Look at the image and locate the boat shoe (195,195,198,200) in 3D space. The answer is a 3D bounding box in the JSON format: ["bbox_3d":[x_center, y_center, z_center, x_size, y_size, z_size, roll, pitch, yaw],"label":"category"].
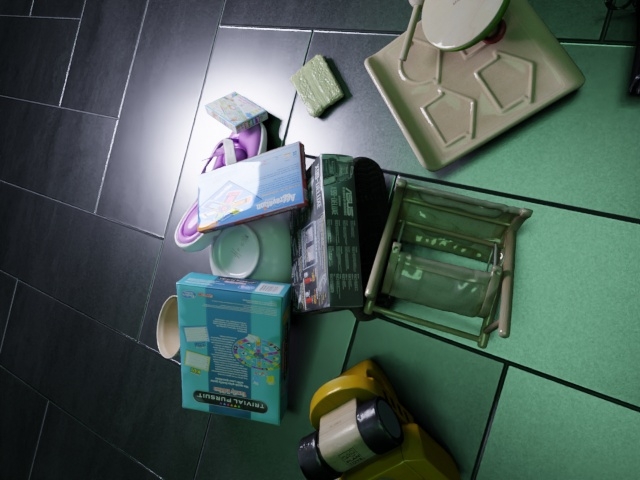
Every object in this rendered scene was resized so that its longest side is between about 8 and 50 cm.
[{"bbox_3d":[-0.276,-0.142,1.173,0.178,0.060,0.064,-34,72,19],"label":"boat shoe"}]

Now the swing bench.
[{"bbox_3d":[0.238,0.043,0.820,0.253,0.165,0.255,16,71,10],"label":"swing bench"}]

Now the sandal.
[{"bbox_3d":[-0.254,-0.166,1.066,0.169,0.102,0.417,4,63,33],"label":"sandal"}]

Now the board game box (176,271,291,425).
[{"bbox_3d":[-0.205,0.258,1.009,0.253,0.079,0.336,6,107,10],"label":"board game box"}]

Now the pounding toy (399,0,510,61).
[{"bbox_3d":[0.290,-0.456,0.850,0.236,0.110,0.183,9,94,49],"label":"pounding toy"}]

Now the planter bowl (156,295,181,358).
[{"bbox_3d":[-0.356,0.236,1.138,0.162,0.109,0.162,-15,68,44],"label":"planter bowl"}]

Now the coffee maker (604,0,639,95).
[{"bbox_3d":[0.613,-0.361,0.758,0.171,0.120,0.178,6,87,49],"label":"coffee maker"}]

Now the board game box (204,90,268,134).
[{"bbox_3d":[-0.230,-0.350,1.143,0.103,0.026,0.154,-35,54,-23],"label":"board game box"}]

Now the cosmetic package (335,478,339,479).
[{"bbox_3d":[0.032,0.578,0.976,0.060,0.041,0.115,-3,85,24],"label":"cosmetic package"}]

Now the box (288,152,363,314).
[{"bbox_3d":[0.000,0.000,0.914,0.242,0.076,0.308,146,123,-66],"label":"box"}]

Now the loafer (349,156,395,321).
[{"bbox_3d":[0.092,-0.001,0.971,0.130,0.133,0.366,-11,78,59],"label":"loafer"}]

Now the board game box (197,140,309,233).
[{"bbox_3d":[-0.158,-0.113,0.936,0.281,0.027,0.145,-12,70,24],"label":"board game box"}]

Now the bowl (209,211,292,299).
[{"bbox_3d":[-0.179,0.034,1.073,0.297,0.134,0.298,-2,85,25],"label":"bowl"}]

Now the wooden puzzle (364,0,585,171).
[{"bbox_3d":[0.314,-0.359,0.911,0.347,0.080,0.322,-29,74,15],"label":"wooden puzzle"}]

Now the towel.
[{"bbox_3d":[-0.010,-0.401,1.089,0.110,0.027,0.148,-34,71,18],"label":"towel"}]

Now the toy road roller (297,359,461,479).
[{"bbox_3d":[0.120,0.412,0.893,0.202,0.241,0.329,-37,109,18],"label":"toy road roller"}]
